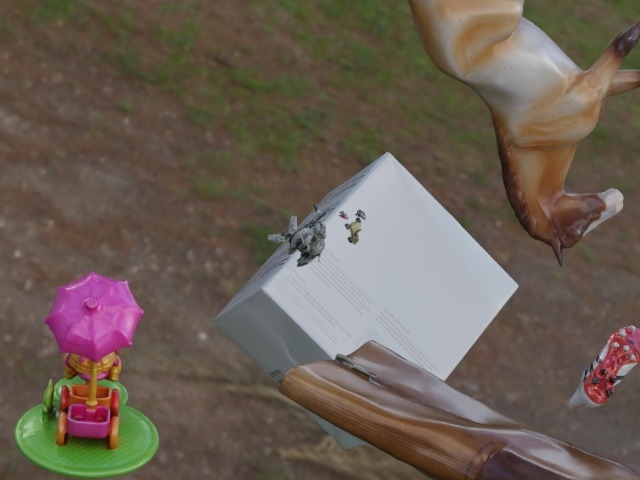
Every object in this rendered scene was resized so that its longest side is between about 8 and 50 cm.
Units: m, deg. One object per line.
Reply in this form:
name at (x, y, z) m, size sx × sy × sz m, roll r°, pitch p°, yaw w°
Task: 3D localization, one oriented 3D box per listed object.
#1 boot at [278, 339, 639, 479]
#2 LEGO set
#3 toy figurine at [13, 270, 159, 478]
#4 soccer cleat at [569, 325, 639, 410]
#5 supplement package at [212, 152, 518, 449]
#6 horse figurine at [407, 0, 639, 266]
boot at (0.103, 0.140, 0.901) m, size 0.280 × 0.096 × 0.264 m, roll 29°, pitch 17°, yaw 16°
LEGO set at (0.001, -0.002, 1.088) m, size 0.083 × 0.054 × 0.023 m, roll -22°, pitch 48°, yaw -21°
toy figurine at (-0.201, 0.099, 1.300) m, size 0.130 × 0.159 × 0.173 m, roll 6°, pitch 23°, yaw -8°
soccer cleat at (0.201, 0.089, 1.014) m, size 0.029 × 0.035 × 0.083 m, roll 45°, pitch 49°, yaw -1°
supplement package at (0.044, 0.063, 1.448) m, size 0.194 × 0.149 × 0.203 m, roll 46°, pitch 63°, yaw -7°
horse figurine at (0.132, -0.126, 0.880) m, size 0.263 × 0.174 × 0.066 m, roll 43°, pitch 17°, yaw -28°
